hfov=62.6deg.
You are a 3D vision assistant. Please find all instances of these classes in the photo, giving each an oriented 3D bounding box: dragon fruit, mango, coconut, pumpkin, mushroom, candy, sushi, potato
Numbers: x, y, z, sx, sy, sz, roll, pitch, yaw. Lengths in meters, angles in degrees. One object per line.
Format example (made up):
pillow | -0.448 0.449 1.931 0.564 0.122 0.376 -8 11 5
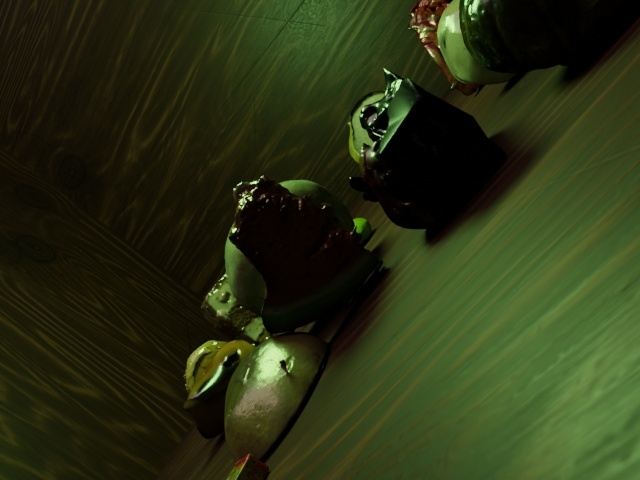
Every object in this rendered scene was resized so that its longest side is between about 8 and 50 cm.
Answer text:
dragon fruit | 0.431 -0.645 1.581 0.228 0.329 0.286 -41 9 46
mango | -0.265 0.405 1.472 0.201 0.152 0.287 -35 15 49
coconut | 0.368 -0.435 1.142 0.224 0.224 0.224 -53 2 3
pumpkin | 0.328 -0.339 0.753 0.260 0.189 0.260 -32 20 13
mushroom | -0.057 0.031 1.230 0.352 0.260 0.352 -24 -51 -34
candy | -0.122 0.358 0.716 0.062 0.038 0.122 -51 3 47
mango | 0.093 -0.007 1.574 0.163 0.089 0.117 -36 4 37
sushi | 0.160 -0.129 0.867 0.212 0.215 0.227 -57 21 20
potato | -0.092 0.254 0.933 0.239 0.116 0.299 -47 6 22
potato | 0.241 -0.284 1.736 0.296 0.289 0.397 82 177 -53

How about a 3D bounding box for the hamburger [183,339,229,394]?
hamburger | -0.316 0.413 1.627 0.214 0.213 0.108 -54 1 -22

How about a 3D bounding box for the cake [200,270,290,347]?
cake | -0.206 0.209 1.735 0.282 0.290 0.256 -50 2 -24

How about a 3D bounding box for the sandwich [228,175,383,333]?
sandwich | -0.059 0.012 0.998 0.250 0.301 0.162 -36 9 -6
